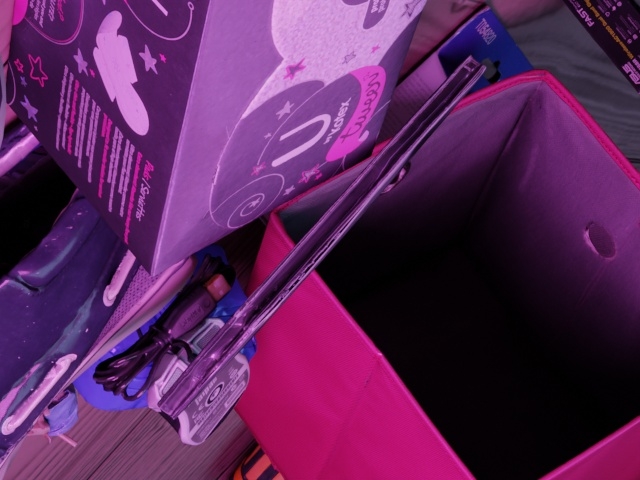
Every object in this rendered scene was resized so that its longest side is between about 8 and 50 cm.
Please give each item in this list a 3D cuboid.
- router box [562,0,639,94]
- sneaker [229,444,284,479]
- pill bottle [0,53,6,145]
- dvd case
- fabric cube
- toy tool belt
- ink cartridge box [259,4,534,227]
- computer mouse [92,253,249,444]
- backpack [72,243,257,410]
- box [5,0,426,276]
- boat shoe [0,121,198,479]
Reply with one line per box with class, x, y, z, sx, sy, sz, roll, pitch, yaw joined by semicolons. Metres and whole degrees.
router box;0.219;-0.153;1.450;0.038;0.122;0.092;-40;160;14
sneaker;0.021;0.216;1.929;0.180;0.124;0.321;-45;150;25
pill bottle;-0.205;-0.033;0.706;0.169;0.169;0.301;-47;-166;20
dvd case;0.000;0.000;1.141;0.221;0.018;0.164;-48;180;-29
fabric cube;0.108;0.083;1.420;0.254;0.259;0.258;-28;160;-26
toy tool belt;-0.188;0.113;1.386;0.052;0.051;0.083;-35;160;-14
ink cartridge box;0.078;-0.060;1.507;0.224;0.045;0.223;-42;161;6
computer mouse;-0.087;0.076;1.236;0.106;0.042;0.193;-52;164;-15
backpack;-0.114;0.052;1.331;0.120;0.098;0.101;-10;142;-34
box;-0.045;-0.125;0.994;0.163;0.142;0.247;-29;158;-28
boat shoe;-0.223;0.068;1.145;0.340;0.127;0.158;-49;157;-2
